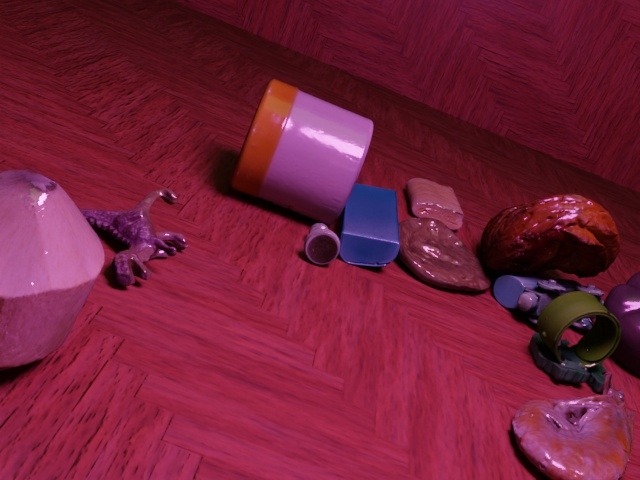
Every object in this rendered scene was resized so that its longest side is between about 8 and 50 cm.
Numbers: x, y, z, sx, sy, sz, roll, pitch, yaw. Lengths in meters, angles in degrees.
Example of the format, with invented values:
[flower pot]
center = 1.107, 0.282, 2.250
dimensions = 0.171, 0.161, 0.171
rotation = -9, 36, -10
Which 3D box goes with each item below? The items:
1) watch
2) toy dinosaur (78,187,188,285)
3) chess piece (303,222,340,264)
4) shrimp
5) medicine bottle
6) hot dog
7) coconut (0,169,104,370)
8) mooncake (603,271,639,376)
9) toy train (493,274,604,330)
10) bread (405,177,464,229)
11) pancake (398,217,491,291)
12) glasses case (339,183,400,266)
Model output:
[watch]
center = 0.468, 0.171, 1.307
dimensions = 0.165, 0.152, 0.131
rotation = 13, 22, -17
[toy dinosaur]
center = -0.312, -0.025, 1.126
dimensions = 0.251, 0.072, 0.199
rotation = 44, 40, 21
[chess piece]
center = 0.000, 0.000, 1.364
dimensions = 0.067, 0.067, 0.103
rotation = 19, 15, -10
[shrimp]
center = 0.394, 0.277, 1.111
dimensions = 0.168, 0.077, 0.317
rotation = 29, 27, 20
[medicine bottle]
center = -0.039, -0.177, 1.483
dimensions = 0.232, 0.238, 0.238
rotation = 22, 23, -7
[hot dog]
center = 0.484, -0.002, 1.555
dimensions = 0.267, 0.174, 0.387
rotation = -2, -1, 3
[coconut]
center = -0.346, 0.024, 0.791
dimensions = 0.202, 0.222, 0.202
rotation = 25, 20, -10
[mooncake]
center = 0.689, 0.170, 1.447
dimensions = 0.245, 0.133, 0.245
rotation = -6, 40, 5
[toy train]
center = 0.477, 0.120, 1.511
dimensions = 0.248, 0.101, 0.159
rotation = 7, 12, -34
[bread]
center = 0.287, -0.096, 1.824
dimensions = 0.139, 0.060, 0.178
rotation = 19, 24, -9
[pancake]
center = 0.254, 0.038, 1.529
dimensions = 0.242, 0.050, 0.242
rotation = 21, 32, -14
[glasses case]
center = 0.101, -0.037, 1.511
dimensions = 0.117, 0.070, 0.301
rotation = 10, 22, 1
